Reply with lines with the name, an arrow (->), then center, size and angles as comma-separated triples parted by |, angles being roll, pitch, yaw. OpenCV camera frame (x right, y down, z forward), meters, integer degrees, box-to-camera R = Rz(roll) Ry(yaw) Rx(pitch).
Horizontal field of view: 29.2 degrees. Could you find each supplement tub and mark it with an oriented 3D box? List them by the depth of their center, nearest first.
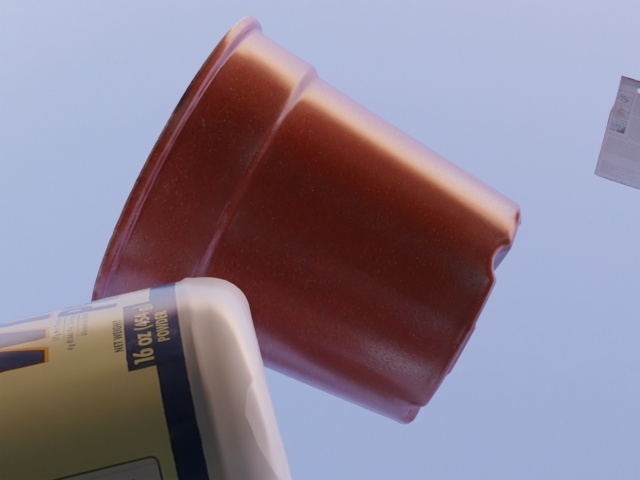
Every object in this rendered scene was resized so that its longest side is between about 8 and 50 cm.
supplement tub -> -0.174, 0.165, 0.665 | 0.325, 0.235, 0.235 | -13, -119, -5

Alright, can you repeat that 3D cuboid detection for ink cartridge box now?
ink cartridge box -> 0.282, -0.097, 1.073 | 0.063, 0.115, 0.029 | 20, -132, 16

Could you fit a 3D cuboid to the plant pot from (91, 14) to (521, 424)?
plant pot -> 0.000, 0.000, 0.990 | 0.265, 0.272, 0.272 | 27, -106, 1
